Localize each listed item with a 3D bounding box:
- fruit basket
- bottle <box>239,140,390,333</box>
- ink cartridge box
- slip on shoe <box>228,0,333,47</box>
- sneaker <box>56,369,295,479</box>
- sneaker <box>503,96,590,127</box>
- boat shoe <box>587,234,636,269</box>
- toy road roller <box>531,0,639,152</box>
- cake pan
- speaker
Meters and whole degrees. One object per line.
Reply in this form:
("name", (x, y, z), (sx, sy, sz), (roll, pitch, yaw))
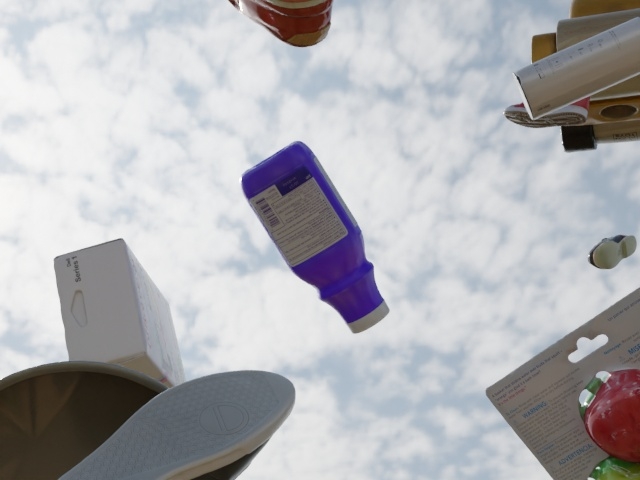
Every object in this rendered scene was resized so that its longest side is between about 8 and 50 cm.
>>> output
("fruit basket", (0.423, 0.240, 1.254), (0.327, 0.353, 0.165), (-42, -12, 34))
("bottle", (0.000, 0.000, 1.496), (0.118, 0.092, 0.283), (-31, -82, 16))
("ink cartridge box", (-0.306, 0.149, 1.641), (0.117, 0.201, 0.278), (-17, -26, 0))
("slip on shoe", (-0.094, -0.336, 1.284), (0.123, 0.331, 0.101), (-28, -42, -22))
("sneaker", (-0.134, 0.235, 0.925), (0.104, 0.295, 0.147), (25, -45, 37))
("sneaker", (0.293, -0.182, 1.335), (0.118, 0.067, 0.042), (5, -19, 42))
("boat shoe", (0.483, 0.018, 1.758), (0.043, 0.049, 0.137), (3, 16, 43))
("toy road roller", (0.430, -0.282, 1.522), (0.202, 0.241, 0.329), (-5, -17, 20))
("cake pan", (-0.241, 0.249, 1.031), (0.293, 0.054, 0.293), (-3, -76, -11))
("speaker", (0.266, -0.173, 1.047), (0.136, 0.055, 0.055), (-24, -39, 8))
